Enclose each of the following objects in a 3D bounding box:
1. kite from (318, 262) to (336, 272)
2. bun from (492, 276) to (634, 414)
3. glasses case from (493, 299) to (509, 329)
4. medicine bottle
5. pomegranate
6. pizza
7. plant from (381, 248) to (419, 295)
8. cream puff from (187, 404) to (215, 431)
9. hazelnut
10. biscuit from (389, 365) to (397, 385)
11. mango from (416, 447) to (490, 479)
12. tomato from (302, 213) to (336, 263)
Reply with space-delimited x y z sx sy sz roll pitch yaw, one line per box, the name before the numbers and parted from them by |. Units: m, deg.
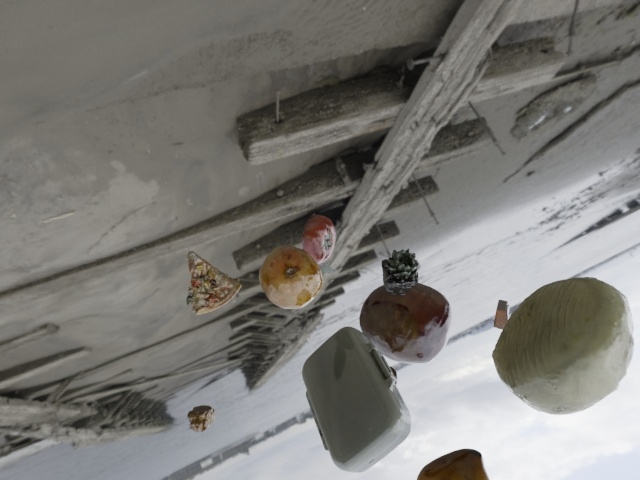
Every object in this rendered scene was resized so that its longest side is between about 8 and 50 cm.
kite | -0.028 0.166 2.262 0.228 0.012 0.250 3 143 -4
bun | 0.594 0.263 1.000 0.362 0.234 0.326 -59 174 30
glasses case | 0.746 0.302 1.703 0.049 0.075 0.218 10 -173 25
medicine bottle | 0.094 0.452 1.218 0.282 0.375 0.123 -45 128 13
pomegranate | -0.092 0.115 1.311 0.206 0.207 0.207 -24 161 -9
pizza | -0.344 0.114 1.262 0.185 0.195 0.052 -35 -173 -38
plant | 0.304 0.125 1.599 0.132 0.129 0.195 -10 143 -6
cream puff | -0.513 0.769 1.790 0.115 0.094 0.122 -3 178 -20
hazelnut | 0.391 0.360 1.895 0.419 0.353 0.421 -17 -161 6
biscuit | 0.207 0.642 1.644 0.318 0.040 0.318 -57 180 0
mango | 0.490 0.890 1.546 0.287 0.153 0.201 -32 169 15
tomato | 0.003 0.000 1.786 0.084 0.225 0.225 8 175 25
